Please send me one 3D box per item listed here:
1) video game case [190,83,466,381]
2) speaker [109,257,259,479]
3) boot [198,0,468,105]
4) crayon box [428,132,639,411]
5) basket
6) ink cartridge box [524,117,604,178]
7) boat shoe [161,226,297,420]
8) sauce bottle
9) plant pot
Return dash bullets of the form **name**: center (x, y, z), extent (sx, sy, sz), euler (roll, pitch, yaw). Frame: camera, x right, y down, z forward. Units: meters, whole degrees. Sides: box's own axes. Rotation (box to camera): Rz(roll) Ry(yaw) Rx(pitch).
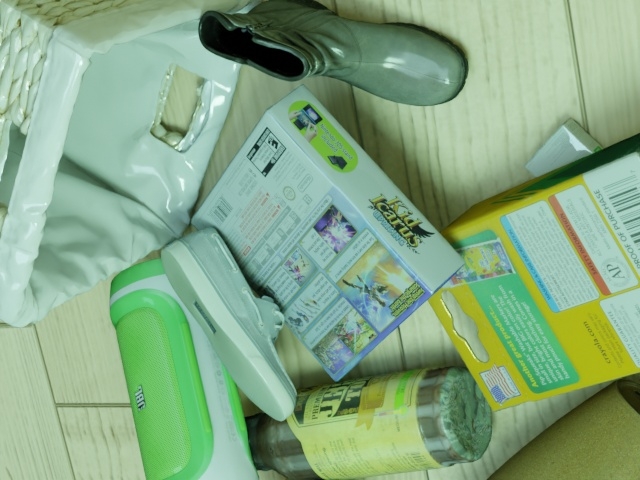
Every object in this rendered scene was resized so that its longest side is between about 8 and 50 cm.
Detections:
- **video game case**: center (0.000, 0.000, 1.666), extent (0.244, 0.061, 0.269), euler (49, 148, 4)
- **speaker**: center (-0.152, 0.174, 1.767), extent (0.131, 0.131, 0.297), euler (-28, 67, 33)
- **boot**: center (0.010, -0.178, 1.588), extent (0.246, 0.161, 0.083), euler (20, 113, 19)
- **crayon box**: center (0.254, 0.034, 1.562), extent (0.323, 0.083, 0.203), euler (-24, 100, 46)
- **basket**: center (-0.285, -0.145, 1.659), extent (0.266, 0.331, 0.328), euler (29, 119, 17)
- **ink cartridge box**: center (0.267, -0.060, 1.584), extent (0.115, 0.029, 0.063), euler (44, 123, 5)
- **boat shoe**: center (-0.081, 0.084, 1.718), extent (0.227, 0.081, 0.079), euler (56, 156, 5)
- **sauce bottle**: center (0.018, 0.213, 1.768), extent (0.344, 0.111, 0.111), euler (-13, 103, 31)
- **plant pot**: center (0.275, 0.274, 1.612), extent (0.237, 0.237, 0.254), euler (35, 108, 11)
